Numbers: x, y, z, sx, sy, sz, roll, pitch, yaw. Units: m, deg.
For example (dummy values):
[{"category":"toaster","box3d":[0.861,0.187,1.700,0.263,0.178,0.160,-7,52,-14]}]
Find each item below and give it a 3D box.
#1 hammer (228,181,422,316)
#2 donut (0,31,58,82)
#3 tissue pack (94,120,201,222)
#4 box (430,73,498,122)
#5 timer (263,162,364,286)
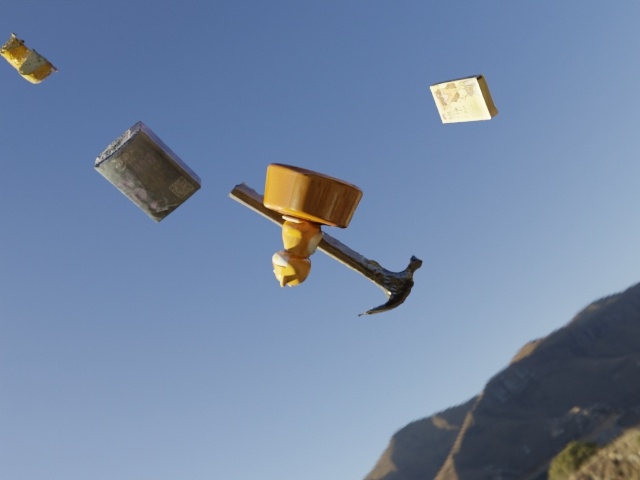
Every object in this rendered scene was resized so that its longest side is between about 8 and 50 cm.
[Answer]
[{"category":"hammer","box3d":[0.000,0.000,0.964,0.125,0.297,0.027,-57,-1,-23]},{"category":"donut","box3d":[-0.382,-0.235,0.868,0.038,0.083,0.067,-51,6,-3]},{"category":"tissue pack","box3d":[-0.303,-0.119,1.187,0.112,0.051,0.156,-37,-57,11]},{"category":"box","box3d":[0.240,-0.239,1.139,0.020,0.073,0.149,-30,16,-16]},{"category":"timer","box3d":[-0.025,-0.012,0.885,0.132,0.132,0.152,16,-90,-59]}]
